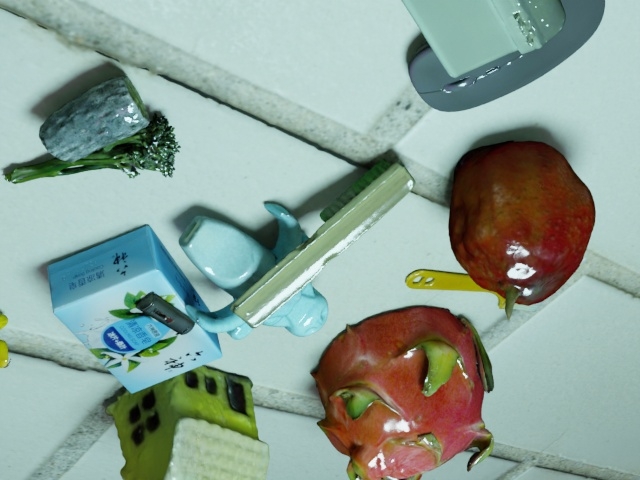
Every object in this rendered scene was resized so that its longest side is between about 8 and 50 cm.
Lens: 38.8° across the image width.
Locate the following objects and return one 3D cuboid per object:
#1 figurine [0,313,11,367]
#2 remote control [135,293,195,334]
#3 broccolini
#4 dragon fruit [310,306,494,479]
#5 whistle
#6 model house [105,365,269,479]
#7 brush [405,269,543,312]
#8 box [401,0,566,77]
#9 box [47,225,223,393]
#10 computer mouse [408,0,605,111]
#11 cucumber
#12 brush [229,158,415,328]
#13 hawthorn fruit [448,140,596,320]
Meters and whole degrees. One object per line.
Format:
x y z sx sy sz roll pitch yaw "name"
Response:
-0.517 0.140 1.128 0.246 0.131 0.156 2 180 -45 "figurine"
-0.193 0.097 1.143 0.034 0.016 0.091 -36 140 10 "remote control"
-0.251 -0.080 1.007 0.201 0.058 0.074 -19 134 0 "broccolini"
0.142 0.273 1.444 0.305 0.226 0.305 -9 138 -8 "dragon fruit"
-0.081 0.050 1.202 0.186 0.093 0.274 -52 134 -1 "whistle"
-0.195 0.319 1.360 0.175 0.234 0.193 -38 135 23 "model house"
0.251 0.069 1.409 0.272 0.013 0.103 6 135 -25 "brush"
0.136 -0.269 0.865 0.129 0.148 0.210 -24 139 20 "box"
-0.239 0.097 1.201 0.142 0.083 0.232 -22 140 2 "box"
0.211 -0.221 1.015 0.232 0.057 0.120 -28 140 12 "computer mouse"
-0.238 -0.125 0.952 0.112 0.064 0.064 -26 140 10 "cucumber"
0.000 0.000 1.149 0.282 0.048 0.054 -43 131 1 "brush"
0.247 -0.012 1.155 0.189 0.251 0.189 10 138 9 "hawthorn fruit"
